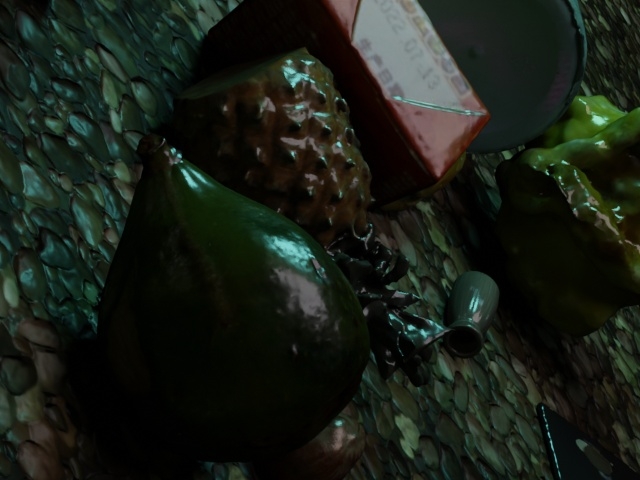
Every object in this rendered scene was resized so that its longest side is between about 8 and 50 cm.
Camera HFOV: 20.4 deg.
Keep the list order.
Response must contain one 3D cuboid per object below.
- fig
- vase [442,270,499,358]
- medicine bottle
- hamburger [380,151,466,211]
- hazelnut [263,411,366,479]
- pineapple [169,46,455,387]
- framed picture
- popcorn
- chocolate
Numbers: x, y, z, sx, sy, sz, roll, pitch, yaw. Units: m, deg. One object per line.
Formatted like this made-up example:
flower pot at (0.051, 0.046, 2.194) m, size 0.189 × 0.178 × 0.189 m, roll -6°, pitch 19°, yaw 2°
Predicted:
fig at (-0.071, 0.039, 1.293) m, size 0.195 × 0.195 × 0.245 m, roll 3°, pitch 70°, yaw -62°
vase at (0.158, 0.080, 1.889) m, size 0.053 × 0.053 × 0.100 m, roll 52°, pitch 30°, yaw -18°
medicine bottle at (0.187, -0.264, 2.105) m, size 0.245 × 0.245 × 0.290 m, roll 52°, pitch 19°, yaw -17°
hamburger at (0.068, -0.136, 1.904) m, size 0.214 × 0.108 × 0.213 m, roll 48°, pitch 28°, yaw -36°
hazelnut at (-0.005, 0.166, 1.431) m, size 0.086 × 0.086 × 0.086 m, roll 44°, pitch 28°, yaw -31°
pineapple at (0.000, 0.000, 1.572) m, size 0.340 × 0.169 × 0.169 m, roll 63°, pitch 23°, yaw -11°
framed picture at (0.337, 0.357, 1.971) m, size 0.244 × 0.013 × 0.324 m, roll 37°, pitch 32°, yaw -42°
popcorn at (0.360, -0.023, 2.107) m, size 0.326 × 0.290 × 0.321 m, roll -24°, pitch 117°, yaw -35°
chocolate at (0.026, -0.149, 1.671) m, size 0.108 × 0.237 × 0.235 m, roll -35°, pitch 95°, yaw -26°
